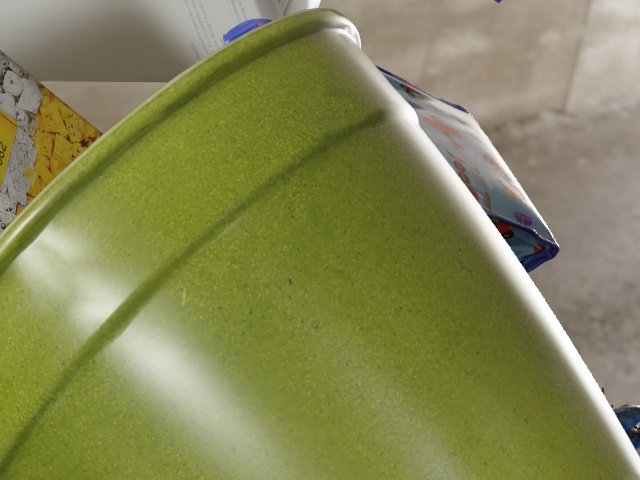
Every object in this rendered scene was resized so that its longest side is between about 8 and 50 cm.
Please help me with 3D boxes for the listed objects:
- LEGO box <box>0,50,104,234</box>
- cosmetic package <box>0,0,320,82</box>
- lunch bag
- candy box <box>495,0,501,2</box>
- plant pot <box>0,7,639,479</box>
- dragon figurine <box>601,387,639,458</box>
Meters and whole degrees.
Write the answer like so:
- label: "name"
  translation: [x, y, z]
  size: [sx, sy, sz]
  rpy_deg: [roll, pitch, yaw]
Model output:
- label: "LEGO box"
  translation: [-0.442, 0.011, 1.847]
  size: [0.500, 0.193, 0.372]
  rpy_deg: [-18, -42, 33]
- label: "cosmetic package"
  translation: [-0.216, -0.294, 2.133]
  size: [0.385, 0.217, 0.156]
  rpy_deg: [5, 53, 21]
- label: "lunch bag"
  translation: [0.043, -0.080, 1.712]
  size: [0.293, 0.138, 0.221]
  rpy_deg: [36, 17, -40]
- label: "candy box"
  translation: [0.161, -0.452, 2.154]
  size: [0.268, 0.122, 0.317]
  rpy_deg: [35, -30, 4]
- label: "plant pot"
  translation: [0.007, 0.121, 1.114]
  size: [0.353, 0.366, 0.366]
  rpy_deg: [46, 20, 12]
- label: "dragon figurine"
  translation: [0.262, 0.191, 1.887]
  size: [0.085, 0.144, 0.289]
  rpy_deg: [16, -16, 21]
